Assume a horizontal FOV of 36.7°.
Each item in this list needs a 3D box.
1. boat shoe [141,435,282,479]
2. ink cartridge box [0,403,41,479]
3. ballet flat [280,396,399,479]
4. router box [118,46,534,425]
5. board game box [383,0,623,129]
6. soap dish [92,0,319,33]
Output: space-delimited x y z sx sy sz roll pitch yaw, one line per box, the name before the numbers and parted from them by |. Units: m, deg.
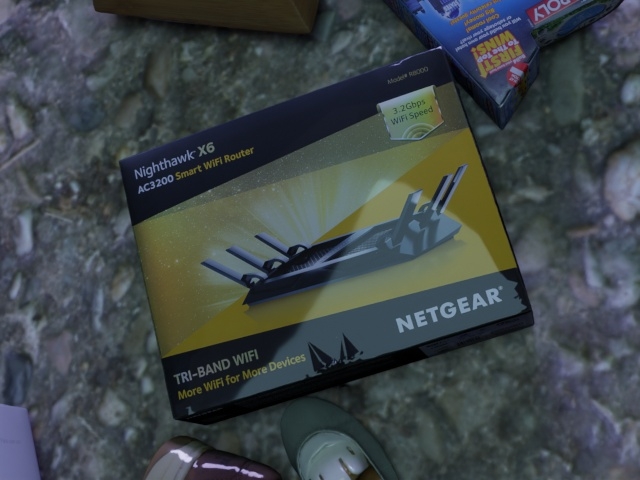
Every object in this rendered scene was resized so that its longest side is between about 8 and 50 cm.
boat shoe | -0.112 0.334 0.763 0.123 0.123 0.341 11 73 18
ink cartridge box | -0.339 0.298 0.826 0.207 0.117 0.282 -19 72 9
ballet flat | 0.035 0.212 0.781 0.072 0.068 0.213 -38 70 2
router box | 0.000 0.000 0.838 0.309 0.081 0.242 -19 72 9
board game box | 0.164 -0.209 0.863 0.194 0.060 0.194 -25 72 6
soap dish | -0.092 -0.354 0.933 0.229 0.118 0.290 10 80 16
